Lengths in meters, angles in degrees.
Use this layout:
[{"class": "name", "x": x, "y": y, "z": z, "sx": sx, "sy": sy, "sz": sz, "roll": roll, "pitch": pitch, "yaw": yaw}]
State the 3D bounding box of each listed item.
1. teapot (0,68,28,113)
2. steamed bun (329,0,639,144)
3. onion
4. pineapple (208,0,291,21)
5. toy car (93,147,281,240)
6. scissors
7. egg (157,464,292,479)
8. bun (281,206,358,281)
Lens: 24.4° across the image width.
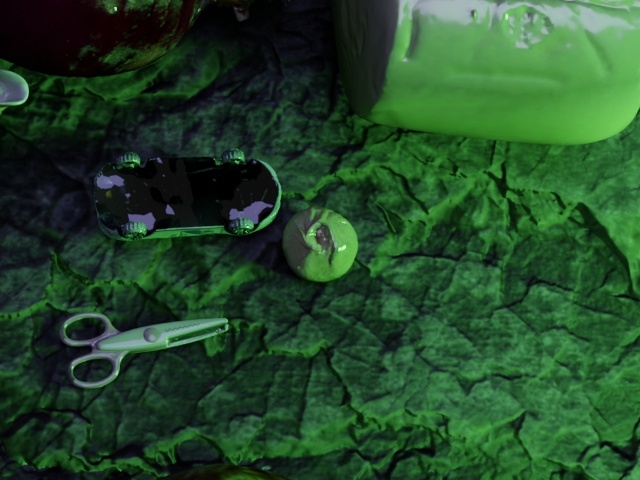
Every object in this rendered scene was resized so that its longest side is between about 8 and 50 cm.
[{"class": "teapot", "x": -0.435, "y": -0.156, "z": 1.571, "sx": 0.245, "sy": 0.116, "sz": 0.159, "roll": 3, "pitch": 78, "yaw": -12}, {"class": "steamed bun", "x": 0.183, "y": -0.327, "z": 1.671, "sx": 0.371, "sy": 0.290, "sz": 0.456, "roll": 6, "pitch": 75, "yaw": -5}, {"class": "onion", "x": -0.290, "y": -0.313, "z": 1.543, "sx": 0.337, "sy": 0.282, "sz": 0.260, "roll": 47, "pitch": 37, "yaw": 0}, {"class": "pineapple", "x": -0.139, "y": -0.352, "z": 1.721, "sx": 0.334, "sy": 0.158, "sz": 0.161, "roll": 45, "pitch": 105, "yaw": 15}, {"class": "toy car", "x": -0.144, "y": -0.046, "z": 1.607, "sx": 0.204, "sy": 0.056, "sz": 0.095, "roll": -2, "pitch": 67, "yaw": -16}, {"class": "scissors", "x": -0.182, "y": 0.104, "z": 1.551, "sx": 0.176, "sy": 0.022, "sz": 0.085, "roll": -10, "pitch": 65, "yaw": -12}, {"class": "egg", "x": -0.071, "y": 0.327, "z": 1.356, "sx": 0.289, "sy": 0.238, "sz": 0.238, "roll": 10, "pitch": 64, "yaw": -21}, {"class": "bun", "x": 0.000, "y": 0.000, "z": 1.616, "sx": 0.086, "sy": 0.055, "sz": 0.086, "roll": 4, "pitch": 65, "yaw": -9}]
